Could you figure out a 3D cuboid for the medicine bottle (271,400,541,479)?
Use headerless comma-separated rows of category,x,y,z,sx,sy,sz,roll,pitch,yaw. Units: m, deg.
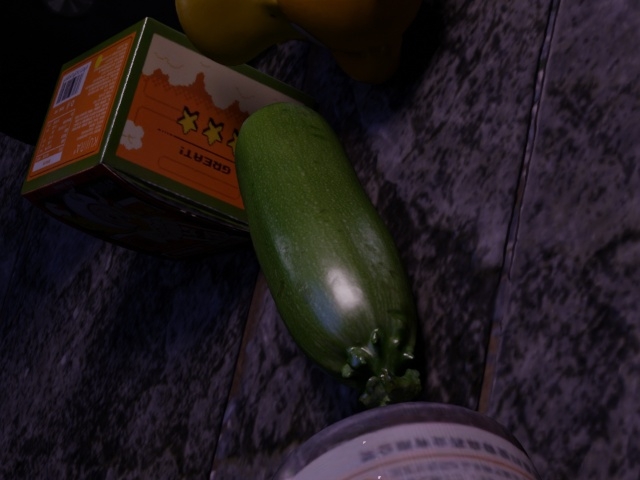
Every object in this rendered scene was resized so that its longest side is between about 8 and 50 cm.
medicine bottle,0.066,0.223,0.731,0.165,0.165,0.273,-54,30,24

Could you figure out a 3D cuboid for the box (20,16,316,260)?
box,-0.138,-0.079,1.311,0.195,0.177,0.148,-12,58,58

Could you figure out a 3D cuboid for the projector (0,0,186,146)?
projector,-0.241,-0.308,1.433,0.405,0.395,0.242,-46,35,35

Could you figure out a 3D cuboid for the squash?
squash,0.000,0.000,1.093,0.101,0.101,0.379,-55,31,22

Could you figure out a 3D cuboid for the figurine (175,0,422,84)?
figurine,-0.005,-0.227,1.200,0.215,0.215,0.228,-50,9,29
